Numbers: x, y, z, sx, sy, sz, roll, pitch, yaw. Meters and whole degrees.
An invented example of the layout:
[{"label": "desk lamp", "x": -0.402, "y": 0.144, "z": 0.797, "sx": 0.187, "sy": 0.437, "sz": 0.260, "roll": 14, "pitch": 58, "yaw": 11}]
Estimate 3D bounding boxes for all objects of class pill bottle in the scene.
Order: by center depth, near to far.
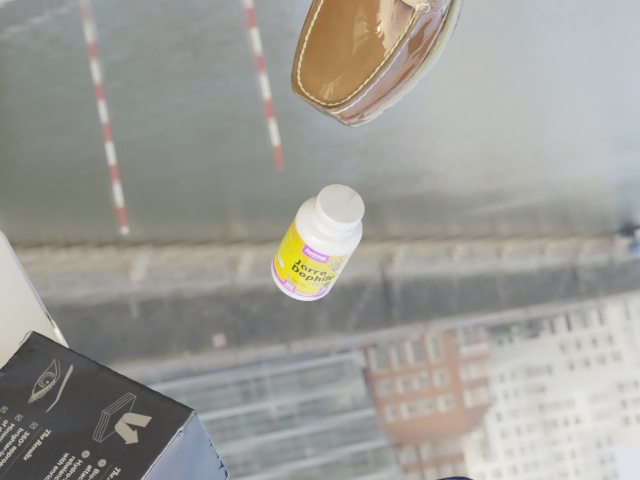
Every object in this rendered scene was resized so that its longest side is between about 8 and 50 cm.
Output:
[{"label": "pill bottle", "x": 0.000, "y": 0.000, "z": 1.101, "sx": 0.043, "sy": 0.043, "sz": 0.083, "roll": -9, "pitch": 150, "yaw": -26}]

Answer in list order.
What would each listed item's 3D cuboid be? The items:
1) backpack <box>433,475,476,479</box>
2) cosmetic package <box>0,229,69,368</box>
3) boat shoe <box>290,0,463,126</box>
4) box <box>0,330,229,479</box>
[{"label": "backpack", "x": 0.110, "y": 0.245, "z": 1.435, "sx": 0.114, "sy": 0.105, "sz": 0.084, "roll": -16, "pitch": -163, "yaw": 38}, {"label": "cosmetic package", "x": -0.369, "y": 0.160, "z": 1.324, "sx": 0.365, "sy": 0.197, "sz": 0.155, "roll": -28, "pitch": -175, "yaw": -22}, {"label": "boat shoe", "x": 0.071, "y": -0.251, "z": 1.396, "sx": 0.122, "sy": 0.324, "sz": 0.120, "roll": 28, "pitch": 176, "yaw": 21}, {"label": "box", "x": -0.177, "y": 0.171, "z": 1.208, "sx": 0.158, "sy": 0.156, "sz": 0.093, "roll": 23, "pitch": 152, "yaw": 30}]
